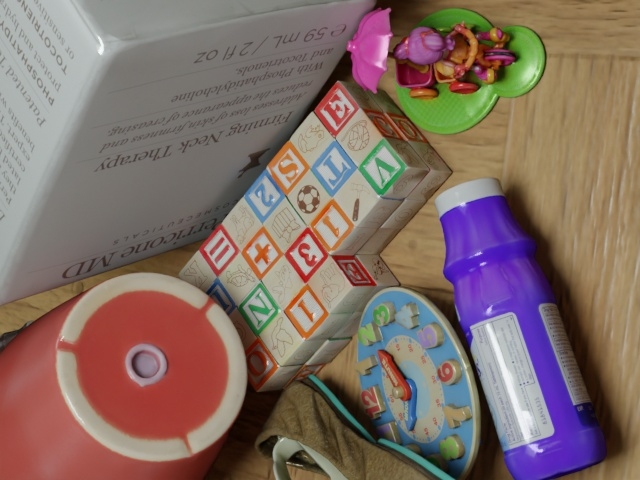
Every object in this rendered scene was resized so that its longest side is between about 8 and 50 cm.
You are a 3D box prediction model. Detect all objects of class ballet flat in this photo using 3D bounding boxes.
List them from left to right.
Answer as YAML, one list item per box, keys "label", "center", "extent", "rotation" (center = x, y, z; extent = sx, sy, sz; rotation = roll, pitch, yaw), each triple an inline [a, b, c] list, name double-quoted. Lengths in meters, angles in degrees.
- label: "ballet flat"
  center: [0.033, 0.238, 1.192]
  extent: [0.124, 0.116, 0.342]
  rotation: [-45, 34, -11]

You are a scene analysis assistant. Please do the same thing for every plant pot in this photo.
- label: "plant pot"
  center: [-0.208, 0.164, 1.293]
  extent: [0.243, 0.275, 0.274]
  rotation: [-45, 60, 58]

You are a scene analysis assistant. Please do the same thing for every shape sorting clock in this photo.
- label: "shape sorting clock"
  center: [0.091, 0.147, 1.221]
  extent: [0.206, 0.040, 0.206]
  rotation: [41, 137, 52]

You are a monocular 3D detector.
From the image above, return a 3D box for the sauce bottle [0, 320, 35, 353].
- label: "sauce bottle"
  center: [-0.417, 0.145, 1.640]
  extent: [0.128, 0.042, 0.042]
  rotation: [-34, 69, 29]

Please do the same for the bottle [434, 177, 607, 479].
- label: "bottle"
  center: [0.180, 0.082, 1.147]
  extent: [0.092, 0.118, 0.282]
  rotation: [-20, 77, 11]

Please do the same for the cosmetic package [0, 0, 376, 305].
- label: "cosmetic package"
  center: [-0.222, -0.204, 1.251]
  extent: [0.327, 0.329, 0.393]
  rotation: [55, 138, 18]

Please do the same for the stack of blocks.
- label: "stack of blocks"
  center: [0.000, 0.000, 1.304]
  extent: [0.297, 0.087, 0.171]
  rotation: [-49, 62, 25]

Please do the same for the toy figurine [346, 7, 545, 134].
- label: "toy figurine"
  center: [0.104, -0.175, 1.188]
  extent: [0.173, 0.159, 0.130]
  rotation: [-2, 88, 36]
